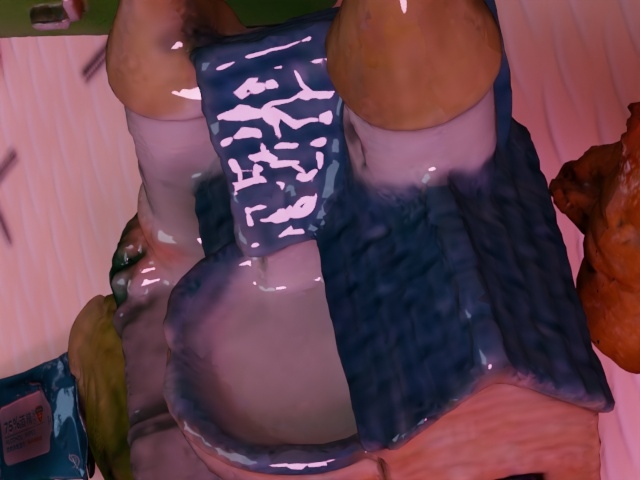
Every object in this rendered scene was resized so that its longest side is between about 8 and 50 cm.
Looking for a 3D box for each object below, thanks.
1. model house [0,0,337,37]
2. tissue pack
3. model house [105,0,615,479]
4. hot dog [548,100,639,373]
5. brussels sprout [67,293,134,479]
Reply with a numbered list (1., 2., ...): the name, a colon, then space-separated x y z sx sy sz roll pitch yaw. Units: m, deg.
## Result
1. model house: -0.155 -0.313 0.901 0.300 0.340 0.324 -3 61 7
2. tissue pack: -0.178 0.120 1.177 0.138 0.028 0.085 -20 79 51
3. model house: 0.000 0.000 0.714 0.325 0.194 0.267 82 176 -57
4. hot dog: 0.213 -0.078 0.656 0.349 0.158 0.117 -56 40 39
5. brussels sprout: -0.052 0.088 0.963 0.183 0.131 0.145 -9 85 42
